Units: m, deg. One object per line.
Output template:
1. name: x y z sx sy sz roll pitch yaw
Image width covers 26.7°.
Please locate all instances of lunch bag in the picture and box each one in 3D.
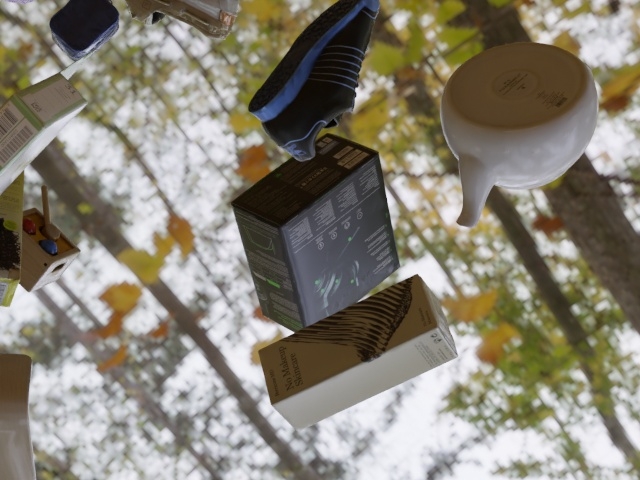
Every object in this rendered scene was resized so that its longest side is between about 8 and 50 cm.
1. lunch bag: -0.320 -0.296 1.846 0.098 0.067 0.065 -44 -179 -13

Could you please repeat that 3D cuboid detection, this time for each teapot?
1. teapot: 0.309 -0.169 2.054 0.256 0.187 0.252 -12 -137 6

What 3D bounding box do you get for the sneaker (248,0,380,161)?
1. sneaker: 0.010 -0.191 1.548 0.081 0.090 0.232 -4 -138 53

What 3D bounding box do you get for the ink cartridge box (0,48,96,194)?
1. ink cartridge box: -0.331 -0.121 1.522 0.171 0.056 0.235 -41 -176 23

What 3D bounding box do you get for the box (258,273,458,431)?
1. box: 0.054 0.166 1.991 0.275 0.094 0.113 -27 -132 10

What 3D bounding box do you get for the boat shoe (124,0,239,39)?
1. boat shoe: -0.285 -0.413 2.268 0.302 0.103 0.113 14 -170 11

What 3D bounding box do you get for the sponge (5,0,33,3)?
1. sponge: -0.454 -0.441 1.884 0.031 0.210 0.117 -6 -179 31

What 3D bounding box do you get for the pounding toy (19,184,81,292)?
1. pounding toy: -0.469 -0.005 2.232 0.100 0.130 0.141 -48 176 17

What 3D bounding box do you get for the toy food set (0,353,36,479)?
1. toy food set: -0.431 0.256 1.558 0.220 0.306 0.092 1 -143 -3

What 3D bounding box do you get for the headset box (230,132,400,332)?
1. headset box: 0.000 0.000 2.383 0.246 0.283 0.131 -38 -137 -28

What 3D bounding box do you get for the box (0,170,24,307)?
1. box: -0.442 -0.018 1.795 0.232 0.087 0.058 -102 -149 -45
